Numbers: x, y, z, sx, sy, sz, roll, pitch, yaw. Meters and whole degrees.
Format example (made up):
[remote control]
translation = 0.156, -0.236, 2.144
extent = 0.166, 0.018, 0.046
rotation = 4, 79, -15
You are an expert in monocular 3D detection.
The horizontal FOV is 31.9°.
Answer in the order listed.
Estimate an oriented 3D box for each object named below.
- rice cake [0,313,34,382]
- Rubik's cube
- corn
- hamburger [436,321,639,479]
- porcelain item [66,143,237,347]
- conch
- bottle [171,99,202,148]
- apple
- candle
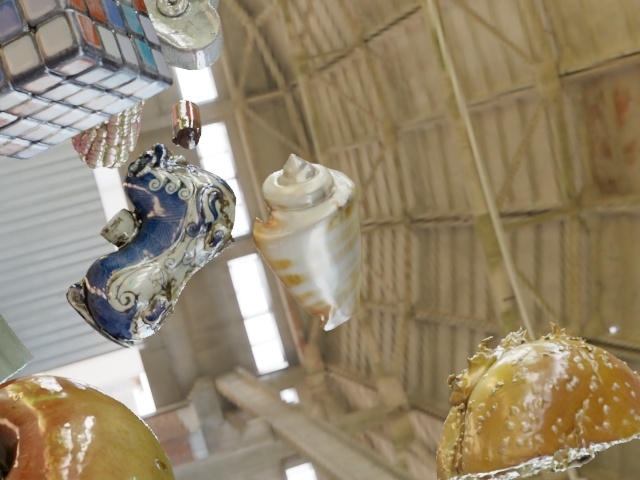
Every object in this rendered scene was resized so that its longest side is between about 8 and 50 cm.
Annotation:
[rice cake]
translation = -0.584, 0.140, 1.837
extent = 0.043, 0.127, 0.237
rotation = -9, -66, 57
[Rubik's cube]
translation = -0.424, -0.307, 1.575
extent = 0.287, 0.293, 0.292
rotation = 69, 14, 8
[corn]
translation = -0.371, -0.243, 1.974
extent = 0.335, 0.126, 0.127
rotation = 120, -47, -59
[hamburger]
translation = 0.417, 0.302, 2.137
extent = 0.268, 0.445, 0.287
rotation = 127, -52, -65
[porcelain item]
translation = -0.251, 0.006, 1.630
extent = 0.186, 0.288, 0.138
rotation = 38, -6, 0
[conch]
translation = 0.008, -0.003, 1.547
extent = 0.127, 0.158, 0.255
rotation = -11, -63, 45
[bottle]
translation = -0.252, -0.215, 2.099
extent = 0.164, 0.060, 0.060
rotation = -111, -170, -66
[apple]
translation = -0.364, 0.359, 1.578
extent = 0.305, 0.338, 0.338
rotation = 36, 20, -48
[candle]
translation = -0.236, -0.357, 1.753
extent = 0.068, 0.168, 0.192
rotation = 97, -16, -66
